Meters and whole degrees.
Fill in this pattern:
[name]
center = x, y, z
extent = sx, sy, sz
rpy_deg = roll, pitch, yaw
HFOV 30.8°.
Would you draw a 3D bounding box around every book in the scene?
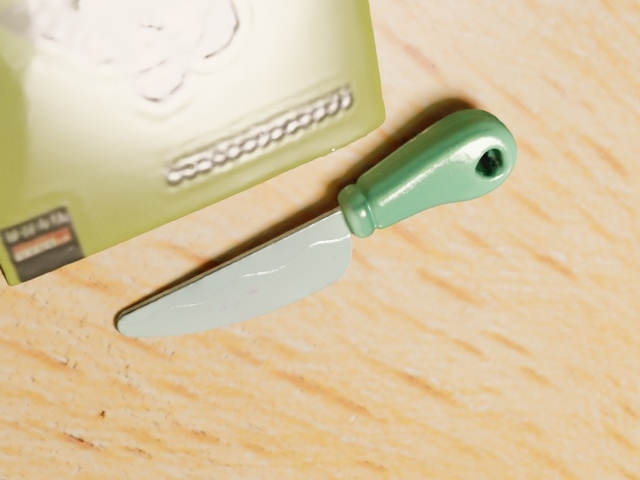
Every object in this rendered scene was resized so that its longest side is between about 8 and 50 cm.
[book]
center = -0.097, -0.162, 0.541
extent = 0.239, 0.035, 0.352
rpy_deg = -24, 127, -15

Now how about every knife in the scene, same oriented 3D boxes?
[knife]
center = 0.001, 0.001, 0.699
extent = 0.260, 0.035, 0.063
rpy_deg = -29, 135, 0
